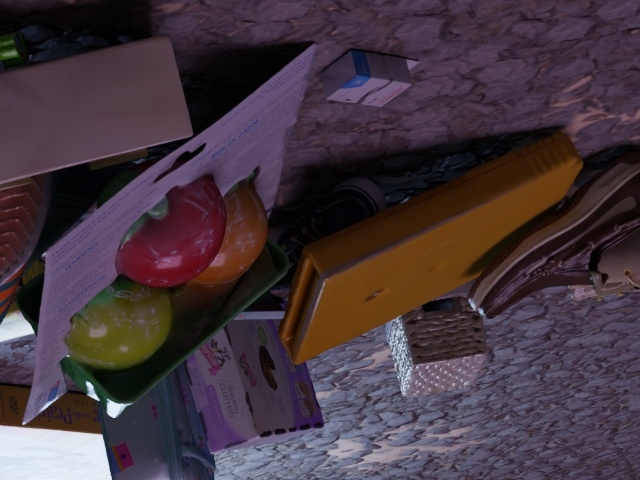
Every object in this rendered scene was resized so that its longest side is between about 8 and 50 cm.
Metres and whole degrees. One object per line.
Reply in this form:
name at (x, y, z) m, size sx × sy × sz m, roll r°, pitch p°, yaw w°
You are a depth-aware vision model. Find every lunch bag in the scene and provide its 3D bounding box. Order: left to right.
lunch bag at (-0.195, 0.226, 2.191) m, size 0.108 × 0.224 × 0.279 m, roll -14°, pitch 168°, yaw 3°

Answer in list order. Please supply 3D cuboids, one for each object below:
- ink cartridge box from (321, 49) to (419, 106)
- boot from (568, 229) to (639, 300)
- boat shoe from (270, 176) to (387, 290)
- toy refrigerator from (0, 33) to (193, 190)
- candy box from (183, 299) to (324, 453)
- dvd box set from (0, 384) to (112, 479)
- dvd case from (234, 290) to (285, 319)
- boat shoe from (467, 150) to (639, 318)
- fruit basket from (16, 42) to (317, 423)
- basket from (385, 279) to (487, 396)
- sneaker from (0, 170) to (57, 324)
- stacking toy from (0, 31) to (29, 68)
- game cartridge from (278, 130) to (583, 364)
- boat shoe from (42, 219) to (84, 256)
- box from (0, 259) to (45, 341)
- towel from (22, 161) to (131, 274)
ink cartridge box at (0.048, -0.146, 1.639) m, size 0.083 × 0.028 × 0.048 m, roll 4°, pitch 155°, yaw -39°
boot at (0.383, 0.049, 2.028) m, size 0.203 × 0.262 × 0.095 m, roll -18°, pitch 154°, yaw 20°
boat shoe at (0.000, 0.000, 1.905) m, size 0.083 × 0.065 × 0.183 m, roll -42°, pitch -178°, yaw -36°
toy refrigerator at (-0.246, -0.087, 1.443) m, size 0.269 × 0.094 × 0.102 m, roll -15°, pitch -175°, yaw -13°
candy box at (-0.084, 0.158, 2.135) m, size 0.070 × 0.165 × 0.196 m, roll -20°, pitch 170°, yaw 21°
dvd box set at (-0.397, 0.291, 2.514) m, size 0.307 × 0.062 × 0.420 m, roll -25°, pitch 156°, yaw 32°
dvd case at (-0.102, 0.049, 1.970) m, size 0.087 × 0.119 × 0.013 m, roll 0°, pitch 120°, yaw -32°
boat shoe at (0.278, 0.016, 1.995) m, size 0.257 × 0.095 × 0.095 m, roll -43°, pitch 165°, yaw 22°
fruit basket at (-0.150, -0.004, 1.651) m, size 0.327 × 0.165 × 0.353 m, roll -41°, pitch 160°, yaw -28°
basket at (0.152, 0.130, 2.338) m, size 0.113 × 0.103 × 0.167 m, roll -9°, pitch 161°, yaw -6°
sneaker at (-0.318, 0.019, 1.614) m, size 0.108 × 0.121 × 0.302 m, roll 29°, pitch 111°, yaw -6°
stacking toy at (-0.327, -0.166, 1.344) m, size 0.167 × 0.052 × 0.221 m, roll -13°, pitch 162°, yaw 6°
game cartridge at (0.115, 0.008, 1.953) m, size 0.323 × 0.053 × 0.285 m, roll -26°, pitch 164°, yaw -17°
boat shoe at (-0.279, 0.000, 1.847) m, size 0.100 × 0.035 × 0.035 m, roll -18°, pitch -173°, yaw 5°
box at (-0.395, 0.084, 1.958) m, size 0.232 × 0.058 × 0.087 m, roll -15°, pitch 159°, yaw 8°
towel at (-0.383, 0.011, 1.676) m, size 0.370 × 0.040 × 0.271 m, roll -43°, pitch 148°, yaw 26°
